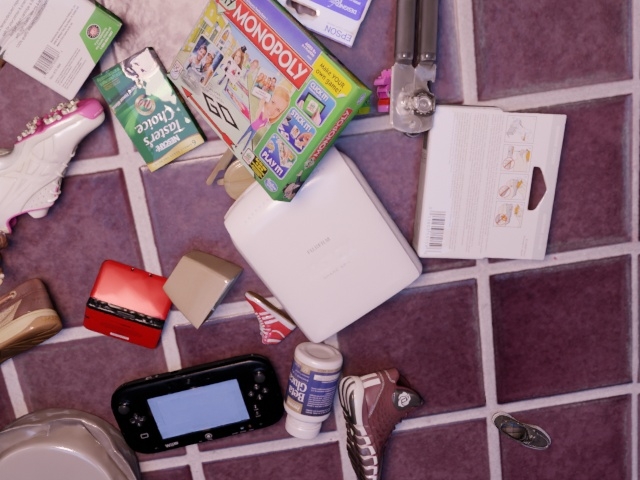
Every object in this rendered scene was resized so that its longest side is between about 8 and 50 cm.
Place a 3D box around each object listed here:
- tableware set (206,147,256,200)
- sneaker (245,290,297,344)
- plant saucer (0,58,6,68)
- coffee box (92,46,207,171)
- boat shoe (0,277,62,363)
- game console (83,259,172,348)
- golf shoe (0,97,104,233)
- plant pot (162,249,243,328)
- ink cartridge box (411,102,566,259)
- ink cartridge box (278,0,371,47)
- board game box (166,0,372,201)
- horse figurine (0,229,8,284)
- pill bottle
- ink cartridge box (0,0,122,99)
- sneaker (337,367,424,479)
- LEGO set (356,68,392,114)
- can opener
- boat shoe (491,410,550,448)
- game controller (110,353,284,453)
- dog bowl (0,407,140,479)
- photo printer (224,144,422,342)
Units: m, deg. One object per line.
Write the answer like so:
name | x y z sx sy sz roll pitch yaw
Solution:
tableware set | -0.100 -0.155 1.171 0.128 0.039 0.194 27 109 -27
sneaker | -0.109 0.151 1.259 0.118 0.042 0.067 39 97 -16
plant saucer | -0.603 -0.347 1.071 0.198 0.036 0.199 -3 110 -9
coffee box | -0.288 -0.222 1.136 0.113 0.040 0.184 -27 106 4
boat shoe | -0.633 0.171 1.204 0.341 0.123 0.123 -26 77 11
game console | -0.357 0.122 1.248 0.143 0.085 0.124 19 135 -9
golf shoe | -0.473 -0.126 1.127 0.306 0.115 0.140 -30 117 11
plant pot | -0.217 0.077 1.202 0.096 0.109 0.109 36 101 -1
ink cartridge box | 0.300 -0.103 1.206 0.238 0.060 0.275 2 106 -6
ink cartridge box | -0.004 -0.453 1.087 0.206 0.045 0.208 21 103 -9
board game box | -0.092 -0.244 1.026 0.317 0.046 0.213 49 116 23
horse figurine | -0.630 0.069 1.152 0.263 0.174 0.066 -39 124 -1
pill bottle | -0.019 0.290 1.279 0.094 0.094 0.170 10 105 -7
ink cartridge box | -0.442 -0.346 1.037 0.208 0.087 0.153 33 102 -31
sneaker | 0.136 0.372 1.316 0.162 0.106 0.282 -17 119 -16
LEGO set | 0.037 -0.252 1.093 0.087 0.227 0.093 4 105 35
can opener | 0.156 -0.320 1.133 0.075 0.095 0.284 2 93 -4
boat shoe | 0.416 0.399 1.372 0.142 0.040 0.049 27 103 -11
game controller | -0.234 0.318 1.287 0.319 0.067 0.167 -13 107 0
dog bowl | -0.514 0.485 1.298 0.348 0.102 0.349 -1 107 -4
photo printer | 0.000 0.000 1.178 0.256 0.107 0.308 -33 111 6
